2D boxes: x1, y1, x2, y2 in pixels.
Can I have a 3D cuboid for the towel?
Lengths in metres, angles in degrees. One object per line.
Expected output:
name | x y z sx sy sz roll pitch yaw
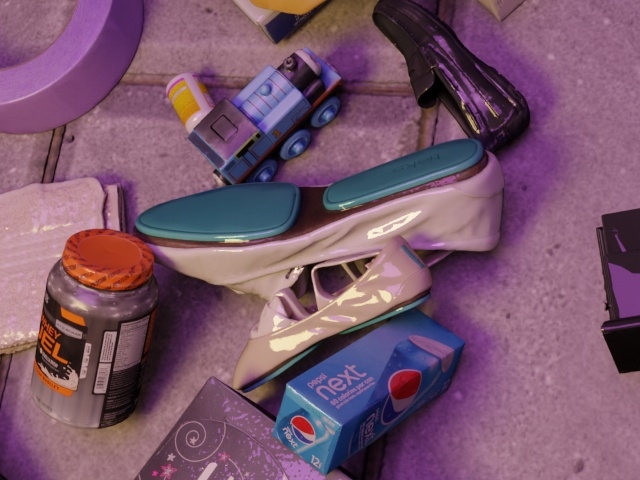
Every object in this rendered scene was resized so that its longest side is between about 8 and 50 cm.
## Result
towel | -0.349 0.037 1.686 0.282 0.049 0.187 -14 67 13

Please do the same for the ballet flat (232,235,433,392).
ballet flat | -0.003 0.069 1.499 0.248 0.086 0.086 -29 64 22

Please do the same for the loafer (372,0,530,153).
loafer | 0.127 -0.179 1.596 0.078 0.076 0.223 -41 68 -8

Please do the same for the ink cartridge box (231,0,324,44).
ink cartridge box | -0.034 -0.441 1.746 0.324 0.071 0.330 -41 61 0

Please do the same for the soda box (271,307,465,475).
soda box | 0.050 0.141 1.441 0.071 0.210 0.067 34 128 24

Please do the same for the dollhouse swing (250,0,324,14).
dollhouse swing | 0.017 -0.468 1.563 0.305 0.347 0.315 -19 35 45

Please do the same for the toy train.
toy train | -0.055 -0.133 1.622 0.184 0.105 0.080 -44 65 -1

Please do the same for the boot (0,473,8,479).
boot | -0.511 0.257 1.617 0.348 0.131 0.260 -31 95 37

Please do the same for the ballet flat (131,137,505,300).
ballet flat | 0.000 0.000 1.548 0.400 0.139 0.139 -11 68 14

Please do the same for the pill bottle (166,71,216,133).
pill bottle | -0.140 -0.148 1.688 0.043 0.043 0.083 -32 65 5

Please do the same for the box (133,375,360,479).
box | -0.044 0.274 1.453 0.247 0.142 0.163 34 84 25

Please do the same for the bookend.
bookend | 0.301 0.030 1.423 0.072 0.157 0.156 -10 69 14

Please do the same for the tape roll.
tape roll | -0.354 -0.268 1.774 0.275 0.090 0.274 -6 70 16

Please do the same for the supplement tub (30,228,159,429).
supplement tub | -0.233 0.090 1.546 0.117 0.117 0.190 28 121 24

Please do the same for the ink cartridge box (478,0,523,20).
ink cartridge box | 0.211 -0.330 1.616 0.143 0.090 0.092 -43 64 0
